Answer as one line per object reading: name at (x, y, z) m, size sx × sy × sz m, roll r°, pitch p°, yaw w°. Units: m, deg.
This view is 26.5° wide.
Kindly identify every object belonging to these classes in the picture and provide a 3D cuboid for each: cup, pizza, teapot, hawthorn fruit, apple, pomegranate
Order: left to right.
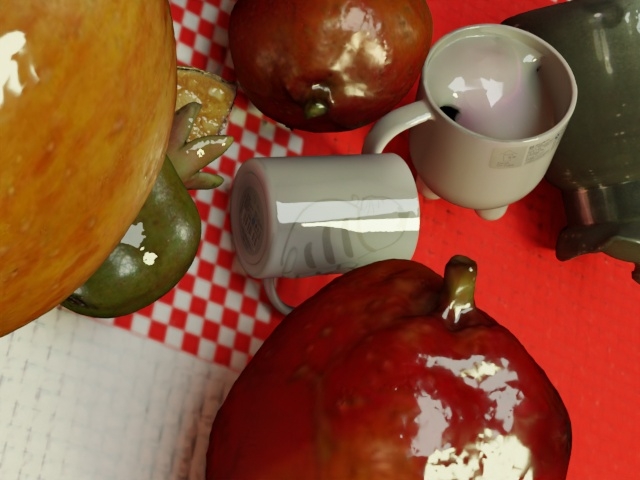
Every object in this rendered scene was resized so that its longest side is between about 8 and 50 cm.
apple at (-0.284, -0.113, 0.737) m, size 0.400 × 0.400 × 0.333 m, roll 49°, pitch 64°, yaw -18°
pomegranate at (-0.148, -0.034, 0.994) m, size 0.152 × 0.131 × 0.191 m, roll 58°, pitch 38°, yaw -17°
pizza at (-0.123, -0.108, 1.094) m, size 0.099 × 0.029 × 0.100 m, roll 29°, pitch 60°, yaw -21°
cup at (0.004, -0.002, 1.105) m, size 0.133 × 0.099 × 0.136 m, roll -3°, pitch 89°, yaw -25°
hawthorn fruit at (0.009, -0.164, 1.108) m, size 0.169 × 0.169 × 0.188 m, roll 42°, pitch 26°, yaw -23°
hawthorn fruit at (0.055, 0.143, 0.998) m, size 0.265 × 0.265 × 0.307 m, roll 0°, pitch 116°, yaw -38°
cup at (0.133, -0.084, 1.202) m, size 0.134 × 0.142 × 0.173 m, roll 34°, pitch 58°, yaw 15°
teapot at (0.293, -0.095, 1.344) m, size 0.223 × 0.305 × 0.285 m, roll -11°, pitch 94°, yaw -3°
